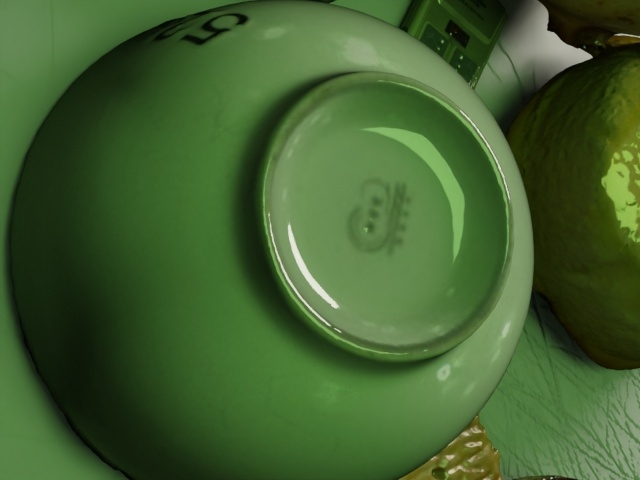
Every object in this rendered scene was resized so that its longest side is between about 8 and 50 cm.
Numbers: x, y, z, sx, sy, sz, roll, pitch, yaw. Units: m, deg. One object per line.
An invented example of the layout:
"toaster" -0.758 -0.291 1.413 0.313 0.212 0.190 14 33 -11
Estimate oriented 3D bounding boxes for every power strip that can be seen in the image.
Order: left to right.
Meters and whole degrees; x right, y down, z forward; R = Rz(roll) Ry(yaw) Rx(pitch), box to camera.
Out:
"power strip" 0.090 -0.139 1.174 0.076 0.028 0.169 36 67 -26

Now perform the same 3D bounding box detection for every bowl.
"bowl" 0.000 0.000 0.977 0.353 0.185 0.354 5 78 -26

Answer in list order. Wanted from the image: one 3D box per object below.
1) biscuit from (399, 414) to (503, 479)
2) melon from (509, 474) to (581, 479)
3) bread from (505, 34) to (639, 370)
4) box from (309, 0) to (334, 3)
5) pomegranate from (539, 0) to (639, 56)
"biscuit" 0.033 0.208 1.101 0.254 0.035 0.254 4 83 -36
"melon" 0.128 0.219 1.115 0.182 0.054 0.098 -46 117 -29
"bread" 0.265 -0.030 1.216 0.270 0.148 0.270 0 90 -33
"box" 0.013 -0.344 1.081 0.205 0.118 0.311 42 63 -26
"pomegranate" 0.235 -0.264 1.136 0.264 0.264 0.264 3 84 -34
